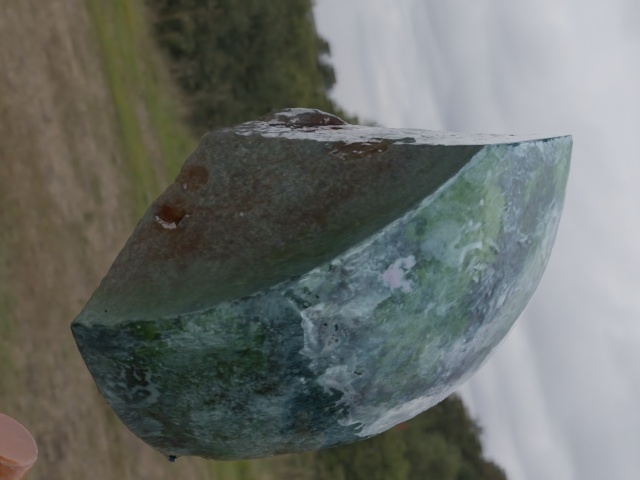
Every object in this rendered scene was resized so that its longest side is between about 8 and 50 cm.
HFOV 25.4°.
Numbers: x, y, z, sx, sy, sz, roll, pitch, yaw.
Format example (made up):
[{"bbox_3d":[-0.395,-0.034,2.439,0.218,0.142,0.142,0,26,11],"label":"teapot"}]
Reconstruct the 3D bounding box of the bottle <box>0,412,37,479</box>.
[{"bbox_3d":[-0.309,0.231,1.191,0.187,0.069,0.069,-55,-167,19],"label":"bottle"}]

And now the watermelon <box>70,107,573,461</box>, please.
[{"bbox_3d":[0.000,0.000,1.069,0.228,0.387,0.258,76,-13,-50],"label":"watermelon"}]
